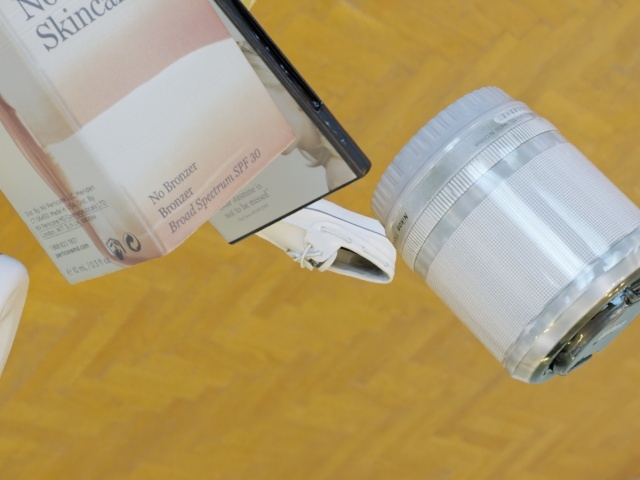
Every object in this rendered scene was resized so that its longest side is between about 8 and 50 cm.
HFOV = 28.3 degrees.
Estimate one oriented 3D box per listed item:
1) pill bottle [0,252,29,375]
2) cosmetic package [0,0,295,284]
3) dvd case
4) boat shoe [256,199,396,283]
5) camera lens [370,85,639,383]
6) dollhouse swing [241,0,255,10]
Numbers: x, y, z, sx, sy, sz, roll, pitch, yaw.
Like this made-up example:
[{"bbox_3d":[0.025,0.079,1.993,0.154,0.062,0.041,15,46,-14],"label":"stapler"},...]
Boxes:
[{"bbox_3d":[-0.256,0.028,0.597,0.208,0.119,0.119,21,126,-4],"label":"pill bottle"},{"bbox_3d":[-0.168,-0.137,0.817,0.153,0.129,0.296,-46,109,-37],"label":"cosmetic package"},{"bbox_3d":[-0.096,-0.120,1.062,0.180,0.022,0.253,-25,111,42],"label":"dvd case"},{"bbox_3d":[0.000,0.000,1.765,0.258,0.084,0.095,13,148,-26],"label":"boat shoe"},{"bbox_3d":[0.216,-0.002,1.360,0.219,0.274,0.219,-37,161,-15],"label":"camera lens"},{"bbox_3d":[-0.218,-0.393,1.290,0.346,0.315,0.305,-8,132,11],"label":"dollhouse swing"}]
